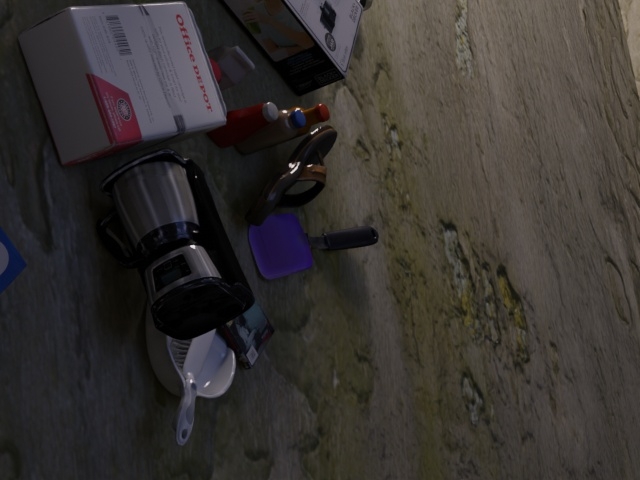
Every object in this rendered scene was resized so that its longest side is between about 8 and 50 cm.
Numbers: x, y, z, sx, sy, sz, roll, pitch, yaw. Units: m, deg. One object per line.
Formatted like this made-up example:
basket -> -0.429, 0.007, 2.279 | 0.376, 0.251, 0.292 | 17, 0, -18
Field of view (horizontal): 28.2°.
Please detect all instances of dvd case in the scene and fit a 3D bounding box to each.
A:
dvd case -> -0.102, 0.087, 1.562 | 0.119, 0.013, 0.087 | 60, 30, -18

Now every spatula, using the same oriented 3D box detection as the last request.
spatula -> 0.000, 0.000, 1.755 | 0.296, 0.030, 0.084 | -6, 74, -59

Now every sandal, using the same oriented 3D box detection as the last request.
sandal -> -0.027, -0.077, 1.683 | 0.060, 0.090, 0.219 | 35, 36, 3

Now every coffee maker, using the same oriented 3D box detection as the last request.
coffee maker -> -0.143, 0.008, 1.401 | 0.171, 0.120, 0.178 | 9, 51, -50

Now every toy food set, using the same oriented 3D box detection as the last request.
toy food set -> -0.095, -0.191, 1.631 | 0.232, 0.105, 0.111 | 47, 39, -35

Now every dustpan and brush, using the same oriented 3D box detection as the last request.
dustpan and brush -> -0.148, 0.145, 1.417 | 0.147, 0.060, 0.211 | 50, 37, -32

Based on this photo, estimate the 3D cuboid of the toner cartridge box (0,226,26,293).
toner cartridge box -> -0.397, 0.060, 1.055 | 0.165, 0.075, 0.348 | 57, 34, -20

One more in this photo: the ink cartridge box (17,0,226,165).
ink cartridge box -> -0.218, -0.182, 1.446 | 0.218, 0.092, 0.158 | -21, 92, -57

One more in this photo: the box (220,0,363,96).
box -> -0.063, -0.366, 1.791 | 0.290, 0.087, 0.169 | 48, 38, -34

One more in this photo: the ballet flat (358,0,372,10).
ballet flat -> 0.034, -0.404, 1.999 | 0.173, 0.049, 0.057 | 24, 56, -51
